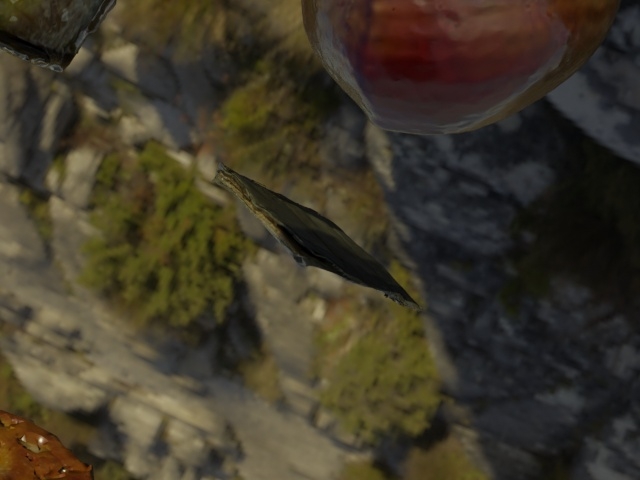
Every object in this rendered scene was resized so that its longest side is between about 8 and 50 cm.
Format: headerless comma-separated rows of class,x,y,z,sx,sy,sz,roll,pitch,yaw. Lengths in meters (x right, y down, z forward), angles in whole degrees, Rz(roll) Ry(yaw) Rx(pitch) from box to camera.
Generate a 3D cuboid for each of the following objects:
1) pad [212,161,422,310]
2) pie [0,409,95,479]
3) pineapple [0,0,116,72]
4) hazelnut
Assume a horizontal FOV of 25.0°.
pad,0.000,-0.001,1.535,0.233,0.022,0.174,25,-165,-51
pie,-0.249,0.191,0.894,0.308,0.085,0.308,13,-159,-5
pineapple,-0.139,-0.161,0.659,0.114,0.236,0.186,29,144,15
hazelnut,0.172,-0.328,1.773,0.421,0.421,0.352,8,127,37
